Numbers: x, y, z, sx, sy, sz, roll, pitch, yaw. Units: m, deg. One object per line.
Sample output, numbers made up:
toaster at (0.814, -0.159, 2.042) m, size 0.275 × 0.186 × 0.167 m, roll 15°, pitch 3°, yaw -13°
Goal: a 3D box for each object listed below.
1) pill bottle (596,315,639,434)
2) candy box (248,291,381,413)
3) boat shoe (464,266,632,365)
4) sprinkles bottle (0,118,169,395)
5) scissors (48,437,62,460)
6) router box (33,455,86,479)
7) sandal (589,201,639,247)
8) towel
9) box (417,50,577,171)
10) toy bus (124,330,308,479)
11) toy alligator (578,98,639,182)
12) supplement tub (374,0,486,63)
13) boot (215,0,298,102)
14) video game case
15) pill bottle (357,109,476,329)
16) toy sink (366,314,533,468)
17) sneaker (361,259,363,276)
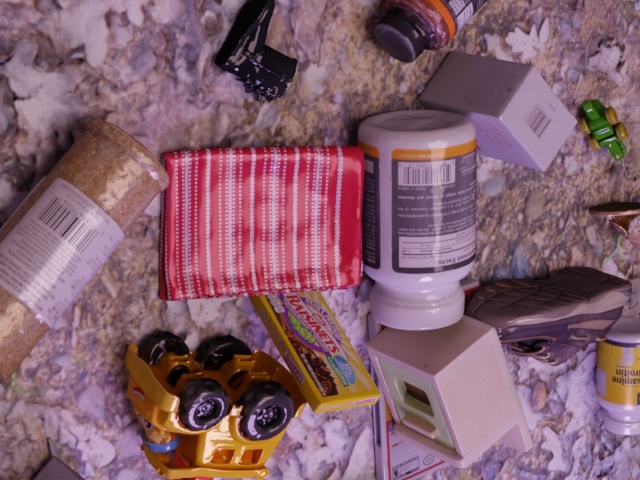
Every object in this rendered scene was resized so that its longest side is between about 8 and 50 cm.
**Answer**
pill bottle at (0.514, 0.227, 2.272) m, size 0.103 × 0.103 × 0.184 m, roll -15°, pitch 112°, yaw -35°
candy box at (-0.010, 0.133, 1.776) m, size 0.105 × 0.206 × 0.027 m, roll -2°, pitch 139°, yaw -41°
boat shoe at (0.356, 0.131, 2.093) m, size 0.355 × 0.132 × 0.130 m, roll -7°, pitch 112°, yaw -41°
sprinkles bottle at (-0.321, 0.030, 1.537) m, size 0.355 × 0.121 × 0.121 m, roll -53°, pitch 128°, yaw -14°
scissors at (-0.308, 0.386, 1.717) m, size 0.109 × 0.021 × 0.297 m, roll -40°, pitch 125°, yaw -23°
router box at (-0.313, 0.427, 1.513) m, size 0.301 × 0.335 × 0.082 m, roll -50°, pitch 121°, yaw -12°
sandal at (0.533, -0.028, 2.223) m, size 0.240 × 0.088 × 0.079 m, roll -13°, pitch 105°, yaw -41°
towel at (-0.071, -0.022, 1.743) m, size 0.275 × 0.031 × 0.198 m, roll -4°, pitch 105°, yaw -24°
box at (0.246, -0.182, 1.895) m, size 0.130 × 0.170 × 0.091 m, roll 43°, pitch 77°, yaw -38°
toy bus at (-0.158, 0.239, 1.731) m, size 0.220 × 0.149 × 0.211 m, roll 9°, pitch 113°, yaw -38°
toy alligator at (0.457, -0.168, 2.149) m, size 0.189 × 0.056 × 0.051 m, roll 47°, pitch 32°, yaw -37°
supplement tub at (0.159, -0.329, 1.827) m, size 0.198 × 0.106 × 0.106 m, roll -47°, pitch 127°, yaw -18°
boot at (-0.068, -0.241, 1.710) m, size 0.099 × 0.045 × 0.121 m, roll 30°, pitch 91°, yaw -38°
video game case at (0.162, 0.216, 2.040) m, size 0.204 × 0.025 × 0.285 m, roll -17°, pitch 113°, yaw -34°
pill bottle at (0.132, -0.029, 1.856) m, size 0.162 × 0.162 × 0.278 m, roll -15°, pitch 112°, yaw -35°
toy sink at (0.184, 0.228, 1.946) m, size 0.131 × 0.153 × 0.234 m, roll -37°, pitch 124°, yaw -25°
sneaker at (0.000, 0.000, 1.836) m, size 0.073 × 0.063 × 0.162 m, roll -34°, pitch 115°, yaw -11°
